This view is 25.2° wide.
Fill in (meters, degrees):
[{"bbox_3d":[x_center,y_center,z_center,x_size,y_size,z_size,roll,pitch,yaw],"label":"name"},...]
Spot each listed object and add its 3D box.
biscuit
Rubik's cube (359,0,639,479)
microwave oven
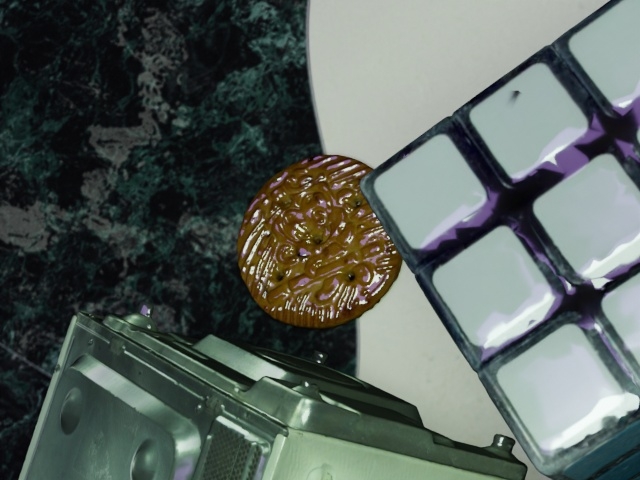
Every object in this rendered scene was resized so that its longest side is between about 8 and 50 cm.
[{"bbox_3d":[0.000,-0.001,1.482,0.188,0.027,0.187,-7,72,21],"label":"biscuit"},{"bbox_3d":[0.263,0.018,1.219,0.301,0.305,0.303,-36,64,11],"label":"Rubik's cube"},{"bbox_3d":[-0.034,0.221,1.207,0.394,0.333,0.247,18,88,56],"label":"microwave oven"}]
